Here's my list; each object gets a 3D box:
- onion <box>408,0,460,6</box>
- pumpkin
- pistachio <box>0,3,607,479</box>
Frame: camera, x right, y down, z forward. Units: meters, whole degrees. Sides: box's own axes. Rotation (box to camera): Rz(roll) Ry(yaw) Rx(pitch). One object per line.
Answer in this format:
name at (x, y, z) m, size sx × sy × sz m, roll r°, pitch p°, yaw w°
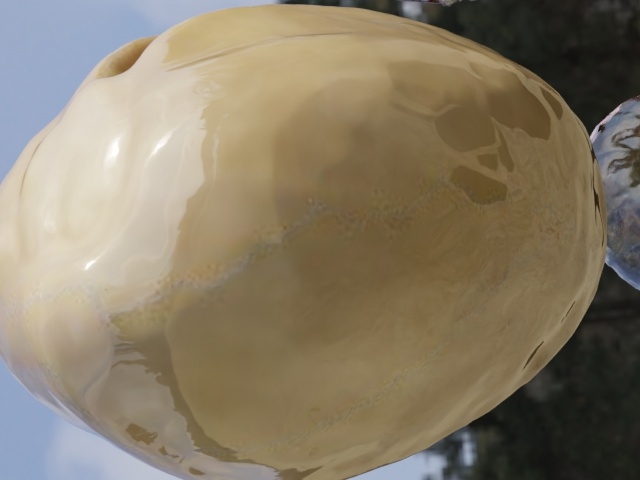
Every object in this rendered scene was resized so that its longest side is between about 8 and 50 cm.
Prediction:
onion at (0.133, -0.313, 1.577) m, size 0.098 × 0.206 × 0.151 m, roll -69°, pitch -31°, yaw -57°
pumpkin at (0.396, -0.051, 1.680) m, size 0.189 × 0.260 × 0.260 m, roll 91°, pitch 178°, yaw -71°
pistachio at (0.000, 0.000, 0.663) m, size 0.299 × 0.187 × 0.187 m, roll -9°, pitch -88°, yaw -47°
